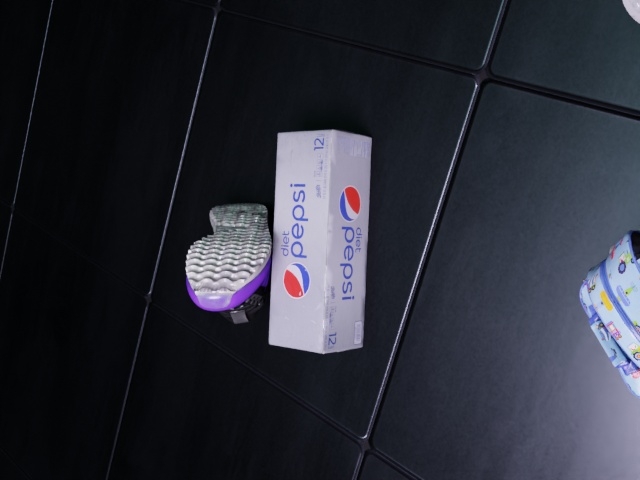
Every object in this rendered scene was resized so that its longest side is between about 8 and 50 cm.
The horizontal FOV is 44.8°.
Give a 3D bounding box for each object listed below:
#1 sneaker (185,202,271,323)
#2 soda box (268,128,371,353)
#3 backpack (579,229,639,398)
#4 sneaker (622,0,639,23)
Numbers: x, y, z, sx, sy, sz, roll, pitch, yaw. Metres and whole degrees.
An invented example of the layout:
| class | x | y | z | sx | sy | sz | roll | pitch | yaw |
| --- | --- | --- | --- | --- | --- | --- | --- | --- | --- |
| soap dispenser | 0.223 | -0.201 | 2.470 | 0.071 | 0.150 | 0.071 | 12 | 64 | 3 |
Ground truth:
| class | x | y | z | sx | sy | sz | roll | pitch | yaw |
| --- | --- | --- | --- | --- | --- | --- | --- | --- | --- |
| sneaker | -0.111 | 0.055 | 1.045 | 0.102 | 0.293 | 0.146 | 0 | 109 | 2 |
| soda box | 0.000 | 0.000 | 1.029 | 0.098 | 0.091 | 0.286 | 3 | 92 | 39 |
| backpack | 0.310 | 0.068 | 0.710 | 0.117 | 0.173 | 0.158 | -40 | 66 | 33 |
| sneaker | 0.370 | -0.360 | 0.710 | 0.126 | 0.127 | 0.321 | 33 | 135 | 41 |
